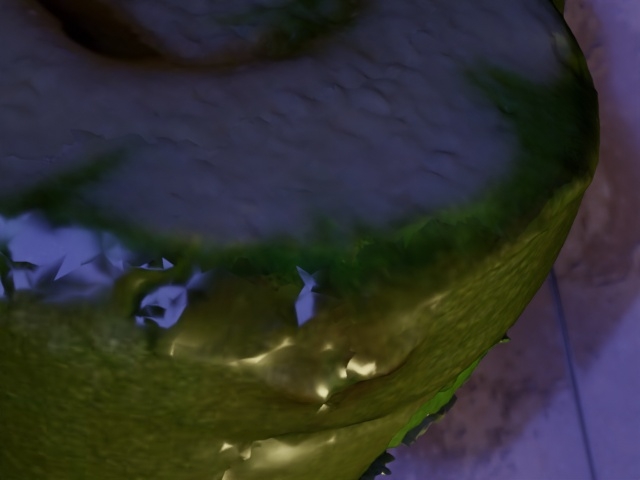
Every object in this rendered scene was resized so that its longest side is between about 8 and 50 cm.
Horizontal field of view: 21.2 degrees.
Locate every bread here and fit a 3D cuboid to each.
[{"bbox_3d":[-0.099,-0.060,0.591,0.382,0.129,0.366,-26,55,-30],"label":"bread"}]
